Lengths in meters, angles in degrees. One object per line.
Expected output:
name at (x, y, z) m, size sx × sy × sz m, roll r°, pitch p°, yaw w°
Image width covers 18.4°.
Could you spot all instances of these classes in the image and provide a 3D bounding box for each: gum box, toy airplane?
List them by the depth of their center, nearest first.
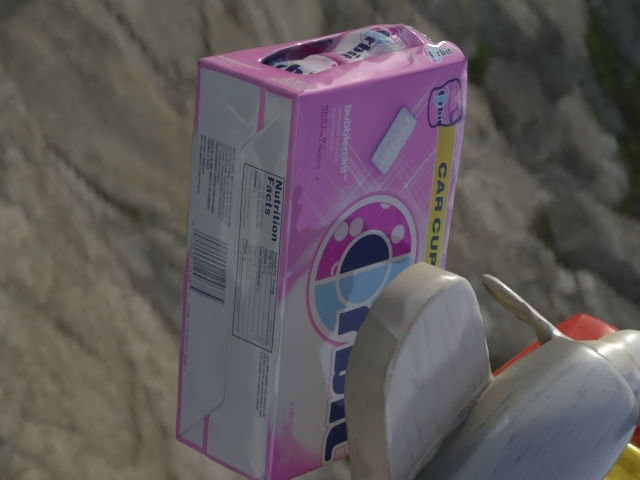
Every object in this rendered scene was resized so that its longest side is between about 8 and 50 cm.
gum box at (0.000, 0.000, 0.860) m, size 0.107 × 0.062 × 0.188 m, roll -17°, pitch 120°, yaw -44°
toy airplane at (0.087, 0.212, 0.919) m, size 0.386 × 0.272 × 0.384 m, roll 21°, pitch 77°, yaw -68°
